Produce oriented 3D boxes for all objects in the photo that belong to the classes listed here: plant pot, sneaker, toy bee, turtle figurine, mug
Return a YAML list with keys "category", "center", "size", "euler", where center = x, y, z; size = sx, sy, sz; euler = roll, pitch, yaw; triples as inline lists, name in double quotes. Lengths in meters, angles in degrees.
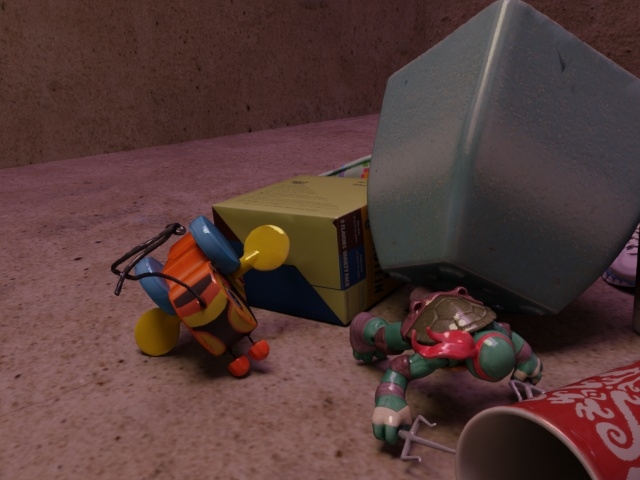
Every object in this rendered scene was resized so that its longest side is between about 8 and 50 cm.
- category: "plant pot"
  center: [0.193, -0.055, 0.698]
  size: [0.247, 0.252, 0.248]
  euler: [23, -13, -18]
- category: "sneaker"
  center: [0.414, 0.004, 0.849]
  size: [0.071, 0.083, 0.191]
  euler: [0, 18, 8]
- category: "toy bee"
  center: [-0.126, 0.069, 0.674]
  size: [0.195, 0.162, 0.298]
  euler: [-35, 5, 21]
- category: "turtle figurine"
  center: [0.115, 0.099, 0.554]
  size: [0.175, 0.118, 0.234]
  euler: [-4, 9, -16]
- category: "mug"
  center: [0.193, 0.157, 0.403]
  size: [0.169, 0.150, 0.113]
  euler: [-10, -19, -34]

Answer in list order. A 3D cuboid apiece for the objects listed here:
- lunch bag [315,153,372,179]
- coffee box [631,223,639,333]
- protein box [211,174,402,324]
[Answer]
- category: "lunch bag"
  center: [0.112, -0.083, 1.032]
  size: [0.224, 0.108, 0.279]
  euler: [-15, -1, -42]
- category: "coffee box"
  center: [0.403, 0.061, 0.560]
  size: [0.098, 0.141, 0.246]
  euler: [-6, 18, -9]
- category: "protein box"
  center: [0.000, 0.000, 0.852]
  size: [0.199, 0.136, 0.201]
  euler: [7, 20, 34]
